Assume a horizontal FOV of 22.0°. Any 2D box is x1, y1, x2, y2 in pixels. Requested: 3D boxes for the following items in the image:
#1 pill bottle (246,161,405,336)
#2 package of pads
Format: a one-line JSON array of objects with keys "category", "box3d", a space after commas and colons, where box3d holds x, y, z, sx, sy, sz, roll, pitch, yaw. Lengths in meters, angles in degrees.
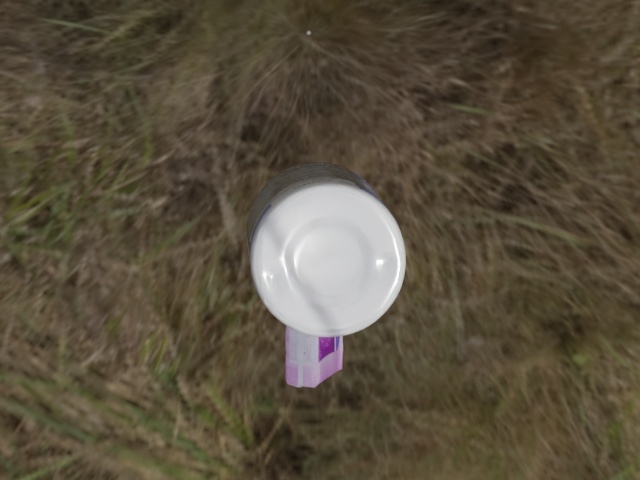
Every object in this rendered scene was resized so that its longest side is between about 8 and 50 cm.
[{"category": "pill bottle", "box3d": [0.000, 0.000, 0.868, 0.078, 0.137, 0.078, -1, 99, -4]}, {"category": "package of pads", "box3d": [-0.005, 0.066, 1.247, 0.032, 0.050, 0.083, 7, 106, 23]}]
